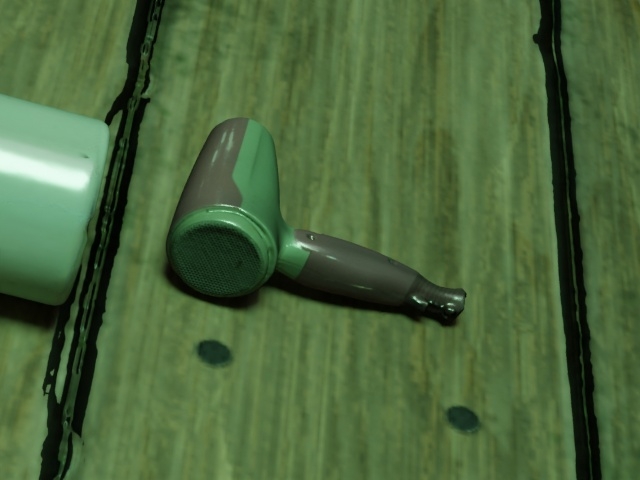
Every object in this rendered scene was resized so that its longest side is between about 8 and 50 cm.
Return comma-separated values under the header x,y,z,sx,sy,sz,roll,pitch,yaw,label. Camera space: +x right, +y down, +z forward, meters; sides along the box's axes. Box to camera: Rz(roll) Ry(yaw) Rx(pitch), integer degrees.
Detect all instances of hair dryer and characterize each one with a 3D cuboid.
x,y,z,sx,sy,sz,roll,pitch,yaw,label
0.002,0.005,0.990,0.154,0.054,0.106,28,32,-9,hair dryer

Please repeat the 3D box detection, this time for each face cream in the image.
x,y,z,sx,sy,sz,roll,pitch,yaw,label
-0.254,-0.049,0.883,0.311,0.092,0.092,14,38,-11,face cream
